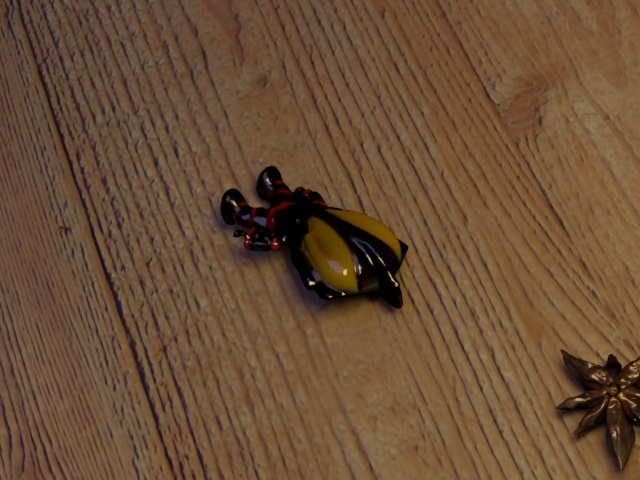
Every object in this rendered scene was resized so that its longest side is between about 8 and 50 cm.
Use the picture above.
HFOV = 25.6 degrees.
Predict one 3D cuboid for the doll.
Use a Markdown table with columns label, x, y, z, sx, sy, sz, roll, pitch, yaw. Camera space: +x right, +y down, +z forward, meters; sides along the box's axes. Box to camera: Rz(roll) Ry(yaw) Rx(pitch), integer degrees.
| label | x | y | z | sx | sy | sz | roll | pitch | yaw |
| --- | --- | --- | --- | --- | --- | --- | --- | --- | --- |
| doll | -0.002 | -0.001 | 1.567 | 0.127 | 0.088 | 0.248 | -47 | 55 | -8 |

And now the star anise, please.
| label | x | y | z | sx | sy | sz | roll | pitch | yaw |
| --- | --- | --- | --- | --- | --- | --- | --- | --- | --- |
| star anise | 0.294 | 0.165 | 1.392 | 0.124 | 0.056 | 0.129 | -4 | 62 | 17 |
